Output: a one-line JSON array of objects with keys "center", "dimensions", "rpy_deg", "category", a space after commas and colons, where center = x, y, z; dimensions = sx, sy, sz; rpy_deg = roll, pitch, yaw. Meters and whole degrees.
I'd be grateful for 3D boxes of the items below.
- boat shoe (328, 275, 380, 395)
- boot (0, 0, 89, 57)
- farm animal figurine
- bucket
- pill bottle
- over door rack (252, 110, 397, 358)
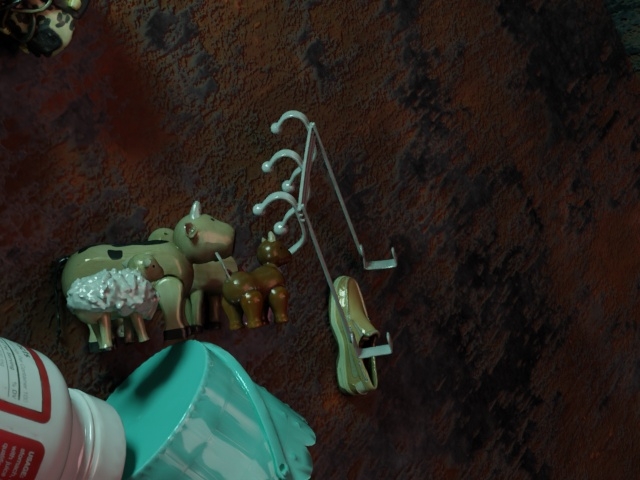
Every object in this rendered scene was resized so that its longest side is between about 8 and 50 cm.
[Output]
[{"center": [0.063, 0.146, 2.075], "dimensions": [0.068, 0.072, 0.190], "rpy_deg": [0, 79, -48], "category": "boat shoe"}, {"center": [-0.414, -0.311, 1.588], "dimensions": [0.284, 0.138, 0.377], "rpy_deg": [33, 31, -41], "category": "boot"}, {"center": [-0.190, 0.042, 1.725], "dimensions": [0.327, 0.330, 0.172], "rpy_deg": [-8, 88, -20], "category": "farm animal figurine"}, {"center": [-0.163, 0.269, 1.641], "dimensions": [0.183, 0.281, 0.281], "rpy_deg": [45, 49, -23], "category": "bucket"}, {"center": [-0.418, 0.197, 1.412], "dimensions": [0.408, 0.229, 0.229], "rpy_deg": [27, 60, -40], "category": "pill bottle"}, {"center": [0.000, 0.000, 1.977], "dimensions": [0.324, 0.108, 0.239], "rpy_deg": [57, 24, -30], "category": "over door rack"}]
